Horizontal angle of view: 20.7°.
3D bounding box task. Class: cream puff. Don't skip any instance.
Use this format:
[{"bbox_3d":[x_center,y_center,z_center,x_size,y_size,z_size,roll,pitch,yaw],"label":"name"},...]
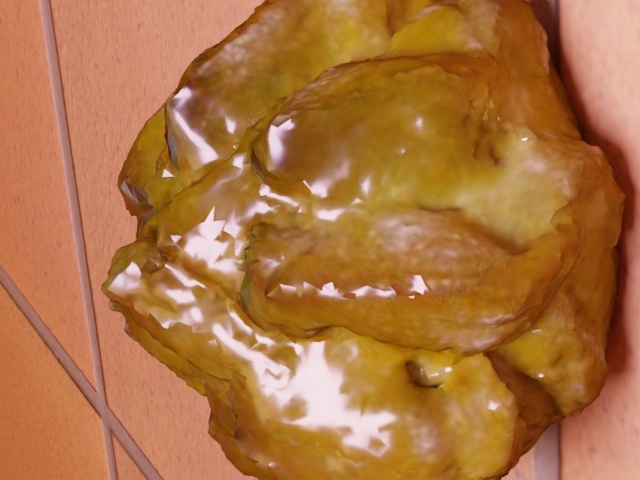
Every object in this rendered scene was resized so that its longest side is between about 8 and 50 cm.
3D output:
[{"bbox_3d":[0.016,0.000,0.726,0.244,0.196,0.244,20,129,27],"label":"cream puff"}]
